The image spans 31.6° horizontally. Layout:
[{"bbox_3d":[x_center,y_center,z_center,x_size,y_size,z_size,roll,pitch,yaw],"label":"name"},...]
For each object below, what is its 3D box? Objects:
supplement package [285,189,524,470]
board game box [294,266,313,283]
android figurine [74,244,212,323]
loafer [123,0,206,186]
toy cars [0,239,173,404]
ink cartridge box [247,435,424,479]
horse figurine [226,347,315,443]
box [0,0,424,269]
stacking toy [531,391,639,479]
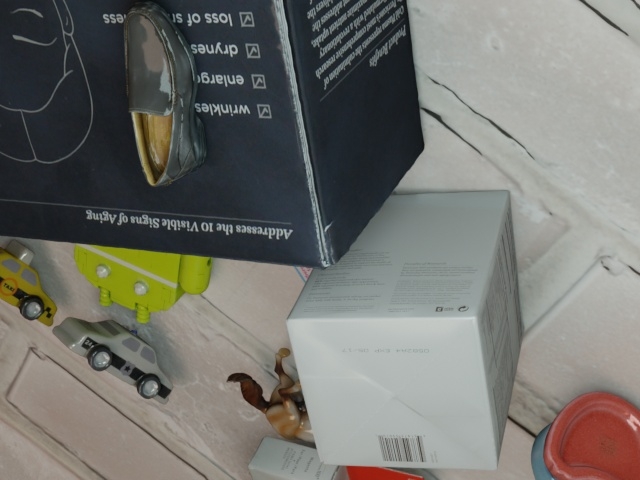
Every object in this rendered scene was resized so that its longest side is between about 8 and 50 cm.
[{"bbox_3d":[0.108,0.093,1.260,0.199,0.263,0.198,-2,120,19],"label":"supplement package"},{"bbox_3d":[0.000,0.000,1.428,0.103,0.026,0.154,-21,109,36],"label":"board game box"},{"bbox_3d":[-0.257,-0.004,1.548,0.248,0.056,0.273,24,127,13],"label":"android figurine"},{"bbox_3d":[-0.146,-0.128,1.017,0.062,0.061,0.170,3,121,28],"label":"loafer"},{"bbox_3d":[-0.371,0.099,1.645,0.393,0.087,0.176,33,174,6],"label":"toy cars"},{"bbox_3d":[0.040,0.403,1.613,0.239,0.060,0.275,11,139,23],"label":"ink cartridge box"},{"bbox_3d":[-0.003,0.243,1.559,0.263,0.066,0.174,23,139,4],"label":"horse figurine"},{"bbox_3d":[-0.179,-0.255,1.179,0.480,0.297,0.472,6,121,25],"label":"box"},{"bbox_3d":[0.362,0.351,1.314,0.309,0.279,0.130,33,141,4],"label":"stacking toy"}]
